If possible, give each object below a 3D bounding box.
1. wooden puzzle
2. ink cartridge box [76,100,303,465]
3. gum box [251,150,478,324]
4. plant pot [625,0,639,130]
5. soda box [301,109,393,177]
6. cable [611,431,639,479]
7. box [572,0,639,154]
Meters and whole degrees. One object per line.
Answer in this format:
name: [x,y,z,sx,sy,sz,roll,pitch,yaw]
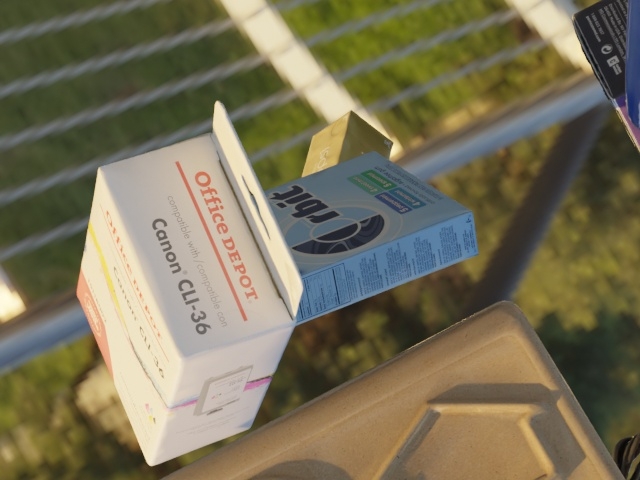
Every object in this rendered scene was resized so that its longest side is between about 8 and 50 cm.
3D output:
wooden puzzle: [0.058,0.237,1.250,0.322,0.348,0.080,-27,138,-1]
ink cartridge box: [-0.072,0.026,0.988,0.067,0.115,0.198,-18,159,-20]
gum box: [0.000,0.000,1.435,0.184,0.041,0.157,-20,-152,-20]
plant pot: [0.325,-0.146,1.050,0.236,0.212,0.236,-37,148,-20]
soda box: [0.015,-0.033,1.776,0.061,0.058,0.181,-32,-148,41]
cable: [0.394,0.259,2.026,0.184,0.150,0.047,-25,176,2]
box: [0.337,-0.154,1.570,0.207,0.108,0.153,-27,139,12]
